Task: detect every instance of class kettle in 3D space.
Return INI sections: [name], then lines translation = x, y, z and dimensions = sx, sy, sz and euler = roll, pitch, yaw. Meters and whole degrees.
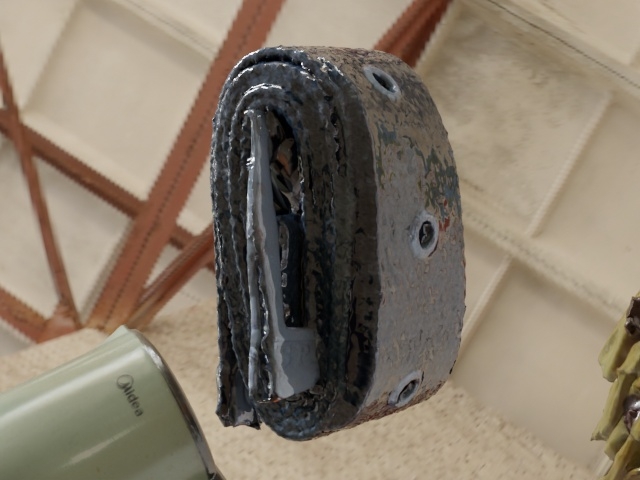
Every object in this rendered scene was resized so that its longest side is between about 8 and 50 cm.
[kettle]
translation = -0.299, 0.325, 1.527
dimensions = 0.376, 0.250, 0.361
euler = -28, -114, -16

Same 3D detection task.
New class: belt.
[belt]
translation = 0.000, 0.000, 0.724
dimensions = 0.122, 0.128, 0.218
euler = -2, -89, 37

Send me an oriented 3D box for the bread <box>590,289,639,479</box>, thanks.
[bread]
translation = 0.419, 0.207, 1.272
dimensions = 0.314, 0.192, 0.370
euler = 11, -50, 1
